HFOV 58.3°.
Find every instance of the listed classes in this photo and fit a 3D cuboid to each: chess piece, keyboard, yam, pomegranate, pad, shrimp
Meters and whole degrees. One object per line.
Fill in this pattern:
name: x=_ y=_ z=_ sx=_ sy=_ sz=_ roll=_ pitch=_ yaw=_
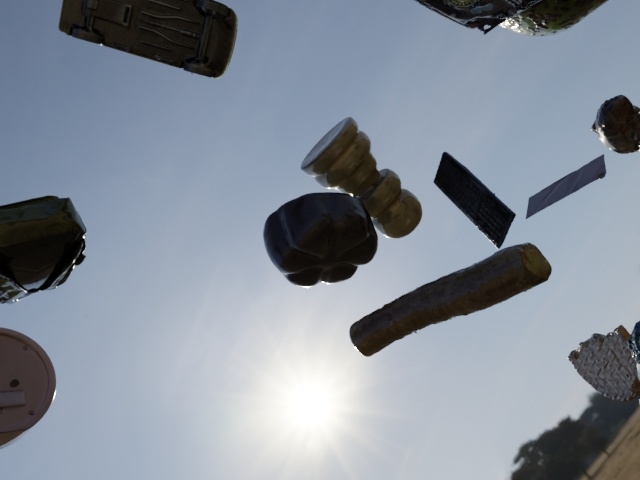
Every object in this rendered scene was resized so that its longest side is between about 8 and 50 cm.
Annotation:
chess piece: x=0.115 y=-0.128 z=1.332 sx=0.299 sy=0.167 sz=0.167 roll=41 pitch=-92 yaw=-16
keyboard: x=0.300 y=-0.090 z=1.147 sx=0.017 sy=0.251 sz=0.087 roll=-4 pitch=-52 yaw=-22
yam: x=0.182 y=0.102 z=0.901 sx=0.356 sy=0.081 sz=0.081 roll=-33 pitch=-18 yaw=35
pomegranate: x=0.380 y=-0.463 z=0.929 sx=0.254 sy=0.254 sz=0.270 roll=-52 pitch=3 yaw=3
pad: x=0.533 y=-0.116 z=1.252 sx=0.187 sy=0.006 sz=0.113 roll=-35 pitch=13 yaw=36
shrimp: x=0.465 y=-0.169 z=0.873 sx=0.190 sy=0.075 sz=0.073 roll=19 pitch=-65 yaw=-42

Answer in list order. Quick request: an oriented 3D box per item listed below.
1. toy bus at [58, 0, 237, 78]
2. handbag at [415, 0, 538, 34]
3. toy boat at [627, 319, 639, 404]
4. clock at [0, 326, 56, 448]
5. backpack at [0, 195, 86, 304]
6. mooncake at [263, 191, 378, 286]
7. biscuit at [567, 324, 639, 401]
toy bus: x=-0.329 y=-0.428 z=1.142 sx=0.152 sy=0.330 sz=0.144 roll=-95 pitch=21 yaw=-76
handbag: x=0.176 y=-0.335 z=0.672 sx=0.260 sy=0.162 sz=0.113 roll=6 pitch=-105 yaw=-39
toy boat: x=0.508 y=0.171 z=0.809 sx=0.109 sy=0.098 sz=0.238 roll=-16 pitch=-68 yaw=1
clock: x=-0.553 y=0.246 z=0.958 sx=0.196 sy=0.197 sz=0.068 roll=-5 pitch=-29 yaw=-51
backpack: x=-0.569 y=0.031 z=1.121 sx=0.207 sy=0.140 sz=0.253 roll=-17 pitch=-24 yaw=-36
mooncake: x=0.000 y=0.000 z=1.238 sx=0.244 sy=0.133 sz=0.245 roll=-12 pitch=-34 yaw=-8
biscuit: x=0.599 y=0.257 z=1.177 sx=0.033 sy=0.145 sz=0.224 roll=-23 pitch=-23 yaw=-13
